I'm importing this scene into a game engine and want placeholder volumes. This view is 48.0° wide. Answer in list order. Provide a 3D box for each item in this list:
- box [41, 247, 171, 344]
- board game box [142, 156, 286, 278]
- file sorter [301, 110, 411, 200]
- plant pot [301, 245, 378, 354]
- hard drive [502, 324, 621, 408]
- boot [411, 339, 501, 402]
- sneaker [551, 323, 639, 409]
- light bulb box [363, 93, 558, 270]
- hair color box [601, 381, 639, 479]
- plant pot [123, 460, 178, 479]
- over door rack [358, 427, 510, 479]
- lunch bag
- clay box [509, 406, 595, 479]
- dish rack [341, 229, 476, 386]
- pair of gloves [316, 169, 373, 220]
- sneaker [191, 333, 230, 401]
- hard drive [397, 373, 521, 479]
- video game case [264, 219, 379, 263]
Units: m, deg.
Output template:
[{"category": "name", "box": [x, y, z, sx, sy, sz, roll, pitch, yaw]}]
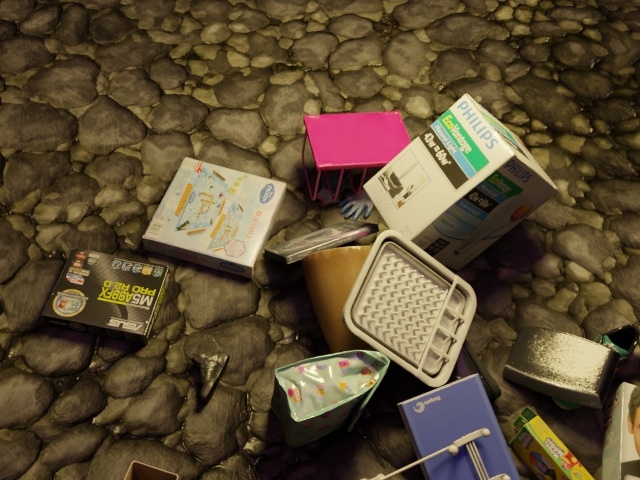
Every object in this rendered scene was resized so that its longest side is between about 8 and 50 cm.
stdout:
[{"category": "box", "box": [-0.552, 0.143, 1.878, 0.270, 0.060, 0.216, 11, 54, 3]}, {"category": "board game box", "box": [-0.295, -0.071, 2.052, 0.318, 0.066, 0.318, 15, 54, 6]}, {"category": "file sorter", "box": [0.101, -0.240, 2.115, 0.291, 0.182, 0.202, -5, 54, -13]}, {"category": "plant pot", "box": [0.081, 0.163, 1.838, 0.237, 0.237, 0.254, -4, 77, -9]}, {"category": "hard drive", "box": [0.600, 0.306, 1.806, 0.255, 0.054, 0.172, 15, 63, 35]}, {"category": "boot", "box": [0.303, 0.346, 1.793, 0.207, 0.094, 0.246, -26, 67, -26]}, {"category": "sneaker", "box": [0.707, 0.310, 1.843, 0.302, 0.121, 0.108, -35, 64, -26]}, {"category": "light bulb box", "box": [0.376, -0.138, 1.902, 0.361, 0.358, 0.225, -42, 58, 21]}, {"category": "hair color box", "box": [0.773, 0.543, 1.689, 0.185, 0.113, 0.374, 16, 54, 6]}, {"category": "plant pot", "box": [-0.378, 0.563, 1.572, 0.109, 0.096, 0.109, 17, 54, 5]}, {"category": "over door rack", "box": [0.274, 0.573, 1.544, 0.324, 0.108, 0.239, -18, 78, -16]}, {"category": "lunch bag", "box": [0.029, 0.358, 1.680, 0.262, 0.223, 0.160, -16, 62, -17]}, {"category": "clay box", "box": [0.529, 0.507, 1.681, 0.053, 0.127, 0.222, -29, 61, -22]}, {"category": "dish rack", "box": [0.209, 0.166, 1.743, 0.333, 0.072, 0.285, 36, 65, -20]}, {"category": "pair of gloves", "box": [0.079, -0.144, 2.169, 0.198, 0.023, 0.159, 32, 56, 15]}, {"category": "sneaker", "box": [-0.287, 0.317, 1.788, 0.089, 0.051, 0.170, 19, 50, 8]}, {"category": "hard drive", "box": [0.331, 0.495, 1.658, 0.210, 0.040, 0.318, -17, 78, -17]}, {"category": "video game case", "box": [0.000, 0.000, 1.976, 0.274, 0.196, 0.026, -19, 102, -18]}]
